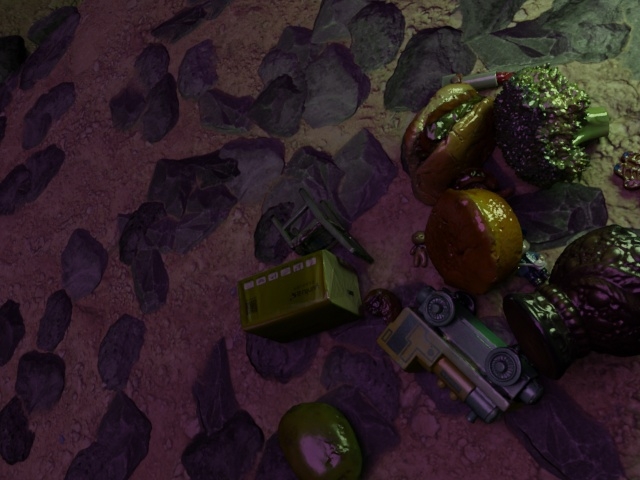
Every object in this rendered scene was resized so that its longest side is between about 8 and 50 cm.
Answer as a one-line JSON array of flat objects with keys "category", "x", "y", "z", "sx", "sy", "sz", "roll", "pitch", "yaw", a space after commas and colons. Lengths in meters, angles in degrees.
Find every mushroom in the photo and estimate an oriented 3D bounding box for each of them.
[{"category": "mushroom", "x": 0.400, "y": -0.120, "z": 1.509, "sx": 0.171, "sy": 0.135, "sz": 0.080, "roll": 0, "pitch": 35, "yaw": 19}]

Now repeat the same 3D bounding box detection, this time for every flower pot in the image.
[{"category": "flower pot", "x": 0.535, "y": 0.139, "z": 1.217, "sx": 0.267, "sy": 0.266, "sz": 0.266, "roll": -28, "pitch": 60, "yaw": 0}]

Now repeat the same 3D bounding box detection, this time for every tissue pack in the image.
[{"category": "tissue pack", "x": -0.053, "y": 0.159, "z": 1.625, "sx": 0.275, "sy": 0.200, "sz": 0.167, "roll": -20, "pitch": 63, "yaw": 24}]

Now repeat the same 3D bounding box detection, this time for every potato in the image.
[{"category": "potato", "x": -0.002, "y": 0.514, "z": 1.506, "sx": 0.253, "sy": 0.148, "sz": 0.186, "roll": 31, "pitch": 93, "yaw": 34}]

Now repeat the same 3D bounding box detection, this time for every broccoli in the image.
[{"category": "broccoli", "x": 0.533, "y": -0.269, "z": 1.418, "sx": 0.260, "sy": 0.235, "sz": 0.288, "roll": 3, "pitch": 111, "yaw": 32}]

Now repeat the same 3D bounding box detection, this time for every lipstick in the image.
[{"category": "lipstick", "x": 0.427, "y": -0.434, "z": 1.633, "sx": 0.186, "sy": 0.057, "sz": 0.063, "roll": -6, "pitch": 67, "yaw": 26}]

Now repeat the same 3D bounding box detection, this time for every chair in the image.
[{"category": "chair", "x": 0.000, "y": 0.000, "z": 1.687, "sx": 0.147, "sy": 0.136, "sz": 0.270, "roll": -44, "pitch": 59, "yaw": 12}]

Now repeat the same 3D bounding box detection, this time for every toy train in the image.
[{"category": "toy train", "x": 0.331, "y": 0.275, "z": 1.400, "sx": 0.369, "sy": 0.150, "sz": 0.237, "roll": 44, "pitch": 106, "yaw": 34}]

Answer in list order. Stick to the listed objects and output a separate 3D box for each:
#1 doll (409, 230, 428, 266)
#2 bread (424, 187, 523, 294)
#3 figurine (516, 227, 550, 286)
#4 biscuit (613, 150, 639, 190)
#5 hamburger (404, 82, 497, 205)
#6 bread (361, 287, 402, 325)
[{"category": "doll", "x": 0.267, "y": 0.021, "z": 1.589, "sx": 0.061, "sy": 0.051, "sz": 0.093, "roll": -3, "pitch": 101, "yaw": 29}, {"category": "bread", "x": 0.357, "y": 0.001, "z": 1.406, "sx": 0.146, "sy": 0.268, "sz": 0.268, "roll": -17, "pitch": 58, "yaw": -20}, {"category": "figurine", "x": 0.485, "y": 0.036, "z": 1.431, "sx": 0.086, "sy": 0.087, "sz": 0.149, "roll": -41, "pitch": 73, "yaw": 14}, {"category": "biscuit", "x": 0.756, "y": -0.144, "z": 1.357, "sx": 0.175, "sy": 0.026, "sz": 0.124, "roll": 34, "pitch": 92, "yaw": 34}, {"category": "hamburger", "x": 0.325, "y": -0.261, "z": 1.543, "sx": 0.162, "sy": 0.209, "sz": 0.330, "roll": 36, "pitch": 95, "yaw": 35}, {"category": "bread", "x": 0.163, "y": 0.169, "z": 1.579, "sx": 0.113, "sy": 0.060, "sz": 0.082, "roll": 28, "pitch": 91, "yaw": 36}]
